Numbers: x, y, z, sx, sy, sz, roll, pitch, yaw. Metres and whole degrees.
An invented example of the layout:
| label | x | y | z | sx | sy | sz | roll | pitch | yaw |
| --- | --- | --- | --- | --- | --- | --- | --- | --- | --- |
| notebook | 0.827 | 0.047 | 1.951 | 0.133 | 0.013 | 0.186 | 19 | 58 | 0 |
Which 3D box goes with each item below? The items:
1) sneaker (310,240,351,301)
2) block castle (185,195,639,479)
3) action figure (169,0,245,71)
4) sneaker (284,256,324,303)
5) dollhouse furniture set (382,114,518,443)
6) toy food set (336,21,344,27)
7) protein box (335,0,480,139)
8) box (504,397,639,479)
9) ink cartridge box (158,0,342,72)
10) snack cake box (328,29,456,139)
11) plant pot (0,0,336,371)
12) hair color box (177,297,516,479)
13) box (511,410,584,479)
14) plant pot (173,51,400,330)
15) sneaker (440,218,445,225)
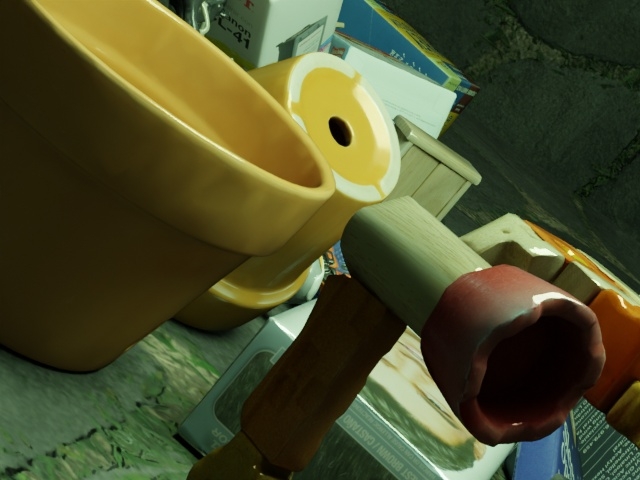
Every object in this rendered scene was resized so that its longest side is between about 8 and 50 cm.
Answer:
| label | x | y | z | sx | sy | sz | roll | pitch | yaw |
| --- | --- | --- | --- | --- | --- | --- | --- | --- | --- |
| sneaker | 0.000 | 0.000 | 1.611 | 0.083 | 0.087 | 0.221 | 8 | 41 | -14 |
| block castle | 0.150 | 0.192 | 0.968 | 0.453 | 0.303 | 0.213 | 29 | 10 | -40 |
| action figure | -0.121 | -0.124 | 1.637 | 0.164 | 0.141 | 0.275 | 160 | -84 | -78 |
| sneaker | -0.089 | -0.011 | 1.488 | 0.215 | 0.084 | 0.083 | 35 | 13 | 23 |
| dollhouse furniture set | 0.115 | 0.030 | 1.690 | 0.303 | 0.174 | 0.355 | 30 | 16 | -33 |
| toy food set | -0.078 | -0.284 | 2.017 | 0.192 | 0.038 | 0.132 | 6 | 5 | 36 |
| protein box | 0.071 | -0.208 | 2.301 | 0.201 | 0.200 | 0.136 | 44 | 14 | 18 |
| box | 0.368 | 0.285 | 1.443 | 0.293 | 0.212 | 0.395 | 36 | 13 | -16 |
| ink cartridge box | -0.103 | -0.263 | 1.812 | 0.226 | 0.131 | 0.306 | 44 | -27 | 16 |
| snack cake box | 0.049 | -0.199 | 2.068 | 0.152 | 0.089 | 0.264 | 21 | 10 | -20 |
| plant pot | -0.165 | -0.050 | 1.123 | 0.291 | 0.203 | 0.291 | 38 | 13 | -10 |
| hair color box | 0.048 | 0.137 | 1.280 | 0.185 | 0.113 | 0.374 | 42 | 14 | 8 |
| box | 0.183 | 0.193 | 1.310 | 0.225 | 0.037 | 0.136 | -73 | 154 | -55 |
| plant pot | -0.046 | -0.054 | 1.322 | 0.205 | 0.188 | 0.205 | 27 | 50 | -37 |
| sneaker | 0.113 | -0.043 | 2.041 | 0.108 | 0.121 | 0.302 | 43 | 13 | 12 |
